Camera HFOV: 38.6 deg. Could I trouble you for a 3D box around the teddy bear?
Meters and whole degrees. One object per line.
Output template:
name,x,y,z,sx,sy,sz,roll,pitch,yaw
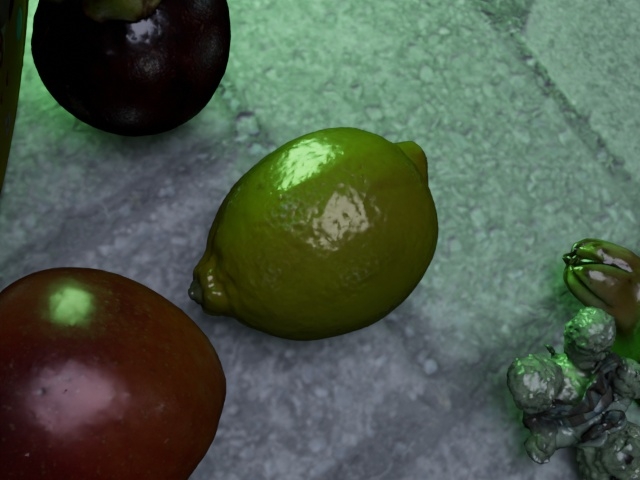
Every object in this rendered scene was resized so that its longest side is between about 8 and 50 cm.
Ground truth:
teddy bear,0.250,0.166,0.863,0.133,0.111,0.213,-32,105,0

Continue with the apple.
apple,-0.189,0.131,0.706,0.201,0.218,0.218,30,67,-9

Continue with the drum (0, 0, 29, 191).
drum,-0.352,-0.183,0.668,0.214,0.431,0.431,6,70,-11

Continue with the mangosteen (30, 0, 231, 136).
mangosteen,-0.177,-0.205,0.817,0.194,0.231,0.194,-6,54,9

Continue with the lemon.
lemon,0.000,0.000,0.813,0.248,0.184,0.184,-33,81,-10

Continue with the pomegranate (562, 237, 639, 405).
pomegranate,0.372,0.060,0.889,0.190,0.159,0.241,-33,76,-21
